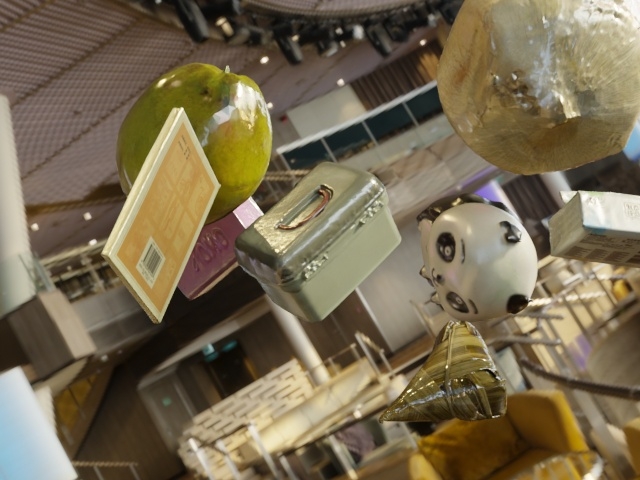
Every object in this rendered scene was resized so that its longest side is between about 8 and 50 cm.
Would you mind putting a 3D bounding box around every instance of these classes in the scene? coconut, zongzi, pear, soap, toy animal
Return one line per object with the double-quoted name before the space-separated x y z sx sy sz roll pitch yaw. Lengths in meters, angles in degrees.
"coconut" 0.404 -0.303 1.381 0.405 0.404 0.404 -30 -7 -4
"zongzi" 0.256 0.309 1.751 0.289 0.134 0.286 -13 28 1
"pear" -0.226 -0.162 1.360 0.321 0.269 0.269 -62 -15 12
"soap" -0.239 -0.011 1.626 0.259 0.181 0.081 -37 -4 35
"toy animal" 0.318 0.027 1.531 0.251 0.250 0.310 -31 18 2

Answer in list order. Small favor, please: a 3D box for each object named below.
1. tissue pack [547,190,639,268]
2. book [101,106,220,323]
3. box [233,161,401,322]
"tissue pack" 0.604 -0.041 1.553 0.230 0.145 0.159 6 -25 -5
"book" -0.205 -0.033 1.016 0.018 0.241 0.170 6 -33 18
"box" 0.000 0.000 1.055 0.210 0.129 0.148 -43 35 -19
